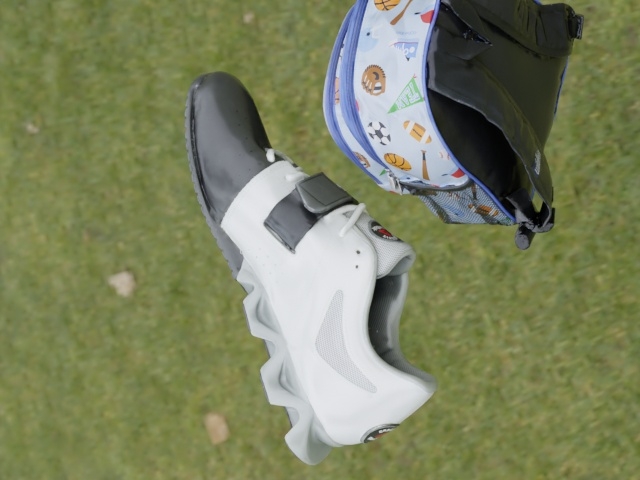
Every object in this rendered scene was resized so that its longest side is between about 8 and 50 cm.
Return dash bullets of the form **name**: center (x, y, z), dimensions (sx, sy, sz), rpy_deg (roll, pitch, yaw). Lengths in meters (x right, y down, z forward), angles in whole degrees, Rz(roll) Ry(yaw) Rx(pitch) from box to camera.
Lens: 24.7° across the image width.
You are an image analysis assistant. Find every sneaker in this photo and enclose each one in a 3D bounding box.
- **sneaker**: center (0.000, 0.000, 1.180), dimensions (0.146, 0.122, 0.331), rpy_deg (-25, 82, 20)

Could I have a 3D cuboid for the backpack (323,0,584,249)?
- **backpack**: center (0.126, -0.165, 1.466), dimensions (0.213, 0.263, 0.277), rpy_deg (0, 67, 28)
